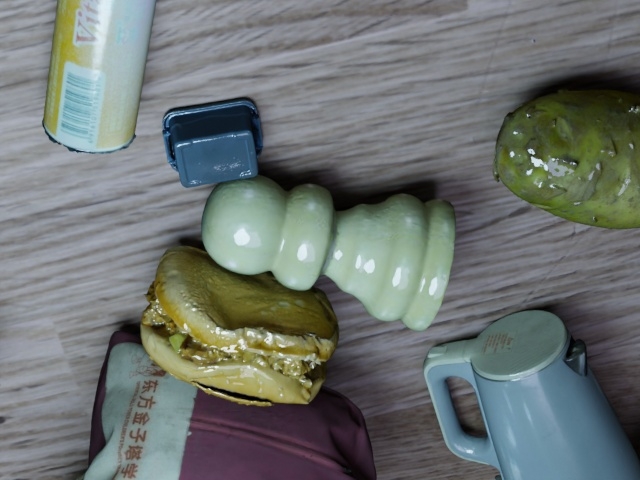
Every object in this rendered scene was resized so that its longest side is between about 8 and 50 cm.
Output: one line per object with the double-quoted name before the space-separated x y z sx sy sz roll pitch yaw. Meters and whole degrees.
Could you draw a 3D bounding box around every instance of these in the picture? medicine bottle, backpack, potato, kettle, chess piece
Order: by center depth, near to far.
"medicine bottle" -0.186 -0.279 1.445 0.108 0.108 0.426 6 126 -13
"potato" 0.295 -0.084 1.658 0.251 0.113 0.149 2 118 -21
"chess piece" 0.000 0.000 1.661 0.251 0.144 0.144 13 123 -10
"backpack" -0.100 0.249 1.702 0.317 0.283 0.197 12 145 -5
"kettle" 0.239 0.206 1.853 0.211 0.160 0.243 -7 124 31

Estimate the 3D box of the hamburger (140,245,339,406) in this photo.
"hamburger" -0.085 0.086 1.667 0.214 0.214 0.108 10 111 -16

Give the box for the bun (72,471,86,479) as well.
"bun" -0.205 0.374 1.850 0.273 0.168 0.273 -1 98 -11

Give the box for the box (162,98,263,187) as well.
"box" -0.107 -0.094 1.616 0.099 0.054 0.074 -10 128 -3
